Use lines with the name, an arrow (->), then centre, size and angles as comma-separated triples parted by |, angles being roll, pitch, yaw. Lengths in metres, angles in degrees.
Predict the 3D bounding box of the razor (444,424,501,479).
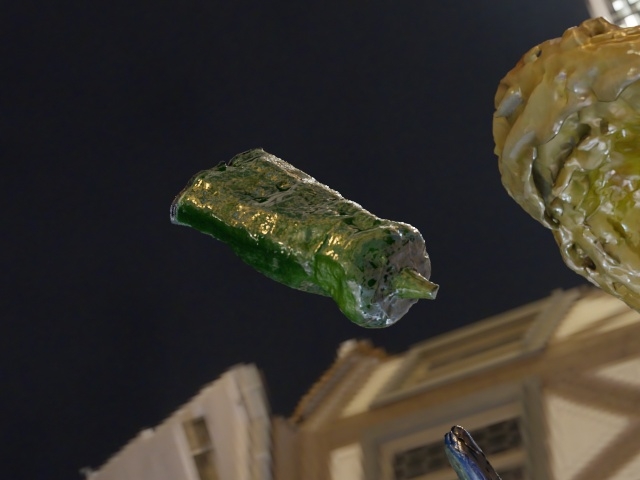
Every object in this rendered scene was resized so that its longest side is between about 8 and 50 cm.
razor -> 0.198, 0.272, 1.230 | 0.324, 0.093, 0.056 | 46, -105, -8

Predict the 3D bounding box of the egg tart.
egg tart -> 0.228, -0.035, 0.811 | 0.288, 0.288, 0.118 | 42, -120, -35

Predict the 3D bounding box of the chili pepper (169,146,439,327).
chili pepper -> 0.000, 0.000, 1.481 | 0.136, 0.270, 0.099 | -1, -65, -51
